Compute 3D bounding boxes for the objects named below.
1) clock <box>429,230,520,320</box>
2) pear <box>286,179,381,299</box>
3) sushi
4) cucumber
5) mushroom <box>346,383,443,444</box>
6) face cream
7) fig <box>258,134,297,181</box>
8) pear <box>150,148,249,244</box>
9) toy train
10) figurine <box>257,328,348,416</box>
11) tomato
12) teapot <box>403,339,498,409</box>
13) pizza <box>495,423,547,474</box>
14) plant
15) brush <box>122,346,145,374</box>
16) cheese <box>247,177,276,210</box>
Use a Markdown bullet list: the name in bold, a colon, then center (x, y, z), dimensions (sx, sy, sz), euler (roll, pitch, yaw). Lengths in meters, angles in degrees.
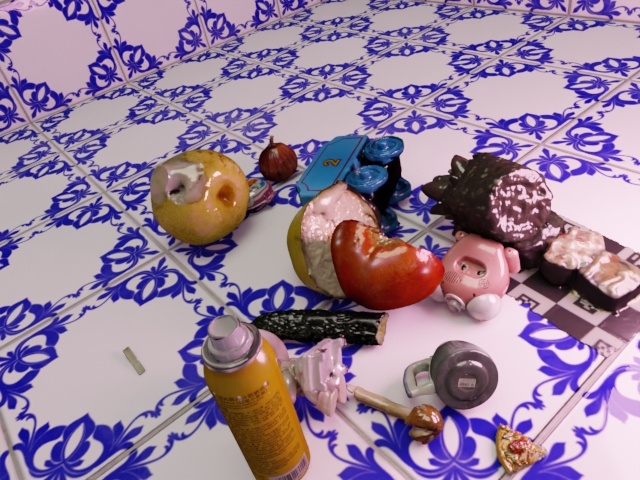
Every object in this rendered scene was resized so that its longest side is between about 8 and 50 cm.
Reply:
- **clock**: center (0.310, 0.073, 1.059), dimensions (0.166, 0.093, 0.162), euler (23, 72, 37)
- **pear**: center (-0.001, 0.002, 1.177), dimensions (0.178, 0.267, 0.267), euler (-3, 35, 44)
- **sushi**: center (0.521, 0.027, 1.066), dimensions (0.296, 0.100, 0.373), euler (-29, 40, -19)
- **cucumber**: center (-0.009, 0.174, 1.060), dimensions (0.300, 0.072, 0.072), euler (1, 40, 16)
- **mushroom**: center (0.124, 0.295, 0.889), dimensions (0.187, 0.060, 0.061), euler (9, 58, 38)
- **face cream**: center (-0.097, 0.244, 0.772), dimensions (0.105, 0.349, 0.105), euler (-8, 38, 6)
- **fig**: center (-0.142, -0.246, 1.586), dimensions (0.128, 0.150, 0.128), euler (-15, 64, 35)
- **pear**: center (-0.328, -0.117, 1.379), dimensions (0.271, 0.271, 0.271), euler (-8, 38, 6)
- **toy train**: center (0.090, -0.149, 1.352), dimensions (0.265, 0.188, 0.300), euler (3, 42, 26)
- **figurine**: center (-0.086, 0.225, 0.926), dimensions (0.256, 0.145, 0.182), euler (0, 22, 21)
- **tomato**: center (0.115, 0.067, 1.022), dimensions (0.233, 0.200, 0.140), euler (22, 76, 24)
- **teapot**: center (0.229, 0.237, 0.905), dimensions (0.149, 0.111, 0.108), euler (-44, 10, 7)
- **pizza**: center (0.317, 0.325, 0.813), dimensions (0.078, 0.025, 0.083), euler (-7, 37, 11)
- **plant**: center (0.363, -0.106, 1.148), dimensions (0.194, 0.181, 0.320), euler (-45, 19, -1)
- **brush**: center (-0.403, 0.262, 1.113), dimensions (0.016, 0.013, 0.083), euler (-37, 51, -21)
- **cheese**: center (-0.246, -0.141, 1.532), dimensions (0.244, 0.062, 0.155), euler (8, 44, 26)
